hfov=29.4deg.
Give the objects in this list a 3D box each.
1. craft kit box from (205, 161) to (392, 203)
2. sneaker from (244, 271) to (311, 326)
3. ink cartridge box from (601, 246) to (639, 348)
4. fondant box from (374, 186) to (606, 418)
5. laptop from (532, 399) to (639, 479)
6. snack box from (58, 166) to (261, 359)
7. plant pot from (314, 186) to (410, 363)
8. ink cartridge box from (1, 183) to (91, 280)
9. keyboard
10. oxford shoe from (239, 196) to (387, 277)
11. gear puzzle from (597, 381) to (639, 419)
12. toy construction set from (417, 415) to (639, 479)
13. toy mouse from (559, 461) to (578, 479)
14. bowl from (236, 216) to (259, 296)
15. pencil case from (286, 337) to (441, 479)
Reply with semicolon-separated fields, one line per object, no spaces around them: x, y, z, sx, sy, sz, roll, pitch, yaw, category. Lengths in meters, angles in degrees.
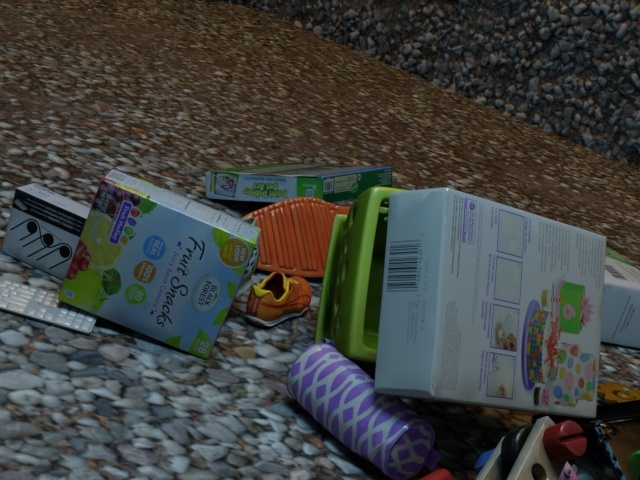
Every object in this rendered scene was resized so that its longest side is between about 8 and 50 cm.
-0.036;-0.105;2.189;0.246;0.061;0.250;8;11;32;craft kit box
-0.051;0.075;1.751;0.064;0.067;0.175;21;16;14;sneaker
0.416;0.076;2.103;0.278;0.117;0.201;11;19;-22;ink cartridge box
0.216;0.084;1.484;0.330;0.238;0.096;13;-12;-42;fondant box
0.445;0.289;1.594;0.234;0.136;0.264;-5;51;-20;laptop
-0.202;0.029;1.539;0.207;0.174;0.070;22;18;-4;snack box
0.119;0.066;1.648;0.228;0.227;0.207;11;-10;-18;plant pot
-0.325;0.006;1.645;0.207;0.097;0.046;23;19;15;ink cartridge box
-0.405;0.065;1.530;0.256;0.014;0.072;16;18;-4;keyboard
0.000;0.000;1.997;0.363;0.130;0.132;-3;-6;-33;oxford shoe
0.535;0.286;1.732;0.339;0.044;0.175;26;21;33;gear puzzle
0.142;0.300;1.085;0.237;0.257;0.309;-16;15;-40;toy construction set
0.288;0.292;1.487;0.143;0.031;0.161;21;18;9;toy mouse
-0.145;0.043;1.690;0.170;0.080;0.170;-27;11;6;bowl
0.046;0.202;1.451;0.206;0.086;0.088;37;-3;43;pencil case
